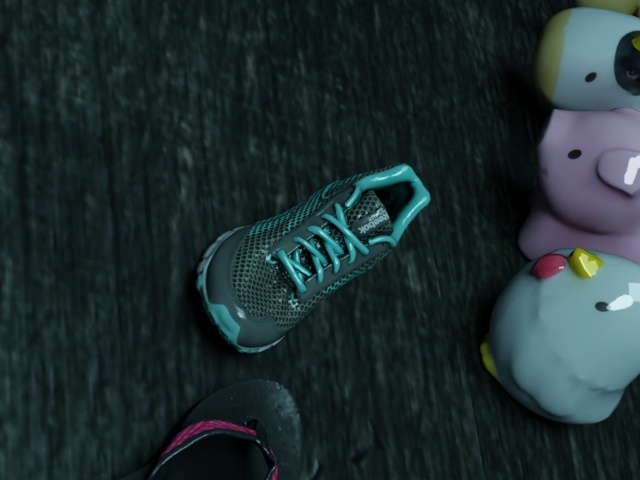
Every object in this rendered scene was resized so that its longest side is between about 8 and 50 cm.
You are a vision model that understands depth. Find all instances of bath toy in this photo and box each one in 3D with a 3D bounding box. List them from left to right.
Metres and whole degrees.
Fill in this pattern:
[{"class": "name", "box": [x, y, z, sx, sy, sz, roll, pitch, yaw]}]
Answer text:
[{"class": "bath toy", "box": [0.188, -0.043, 1.017, 0.151, 0.129, 0.348, 41, 43, -21]}]

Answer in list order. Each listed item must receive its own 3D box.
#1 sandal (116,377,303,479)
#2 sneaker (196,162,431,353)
[{"class": "sandal", "box": [-0.055, 0.114, 0.725, 0.179, 0.040, 0.067, -31, 90, -51]}, {"class": "sneaker", "box": [0.000, 0.000, 0.828, 0.065, 0.076, 0.166, 55, 39, -4]}]
